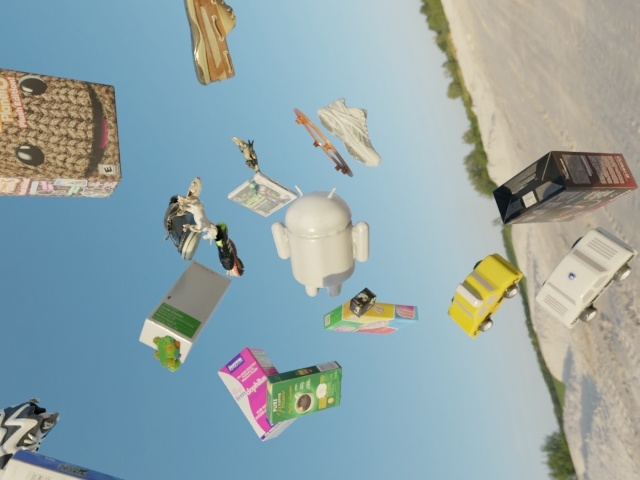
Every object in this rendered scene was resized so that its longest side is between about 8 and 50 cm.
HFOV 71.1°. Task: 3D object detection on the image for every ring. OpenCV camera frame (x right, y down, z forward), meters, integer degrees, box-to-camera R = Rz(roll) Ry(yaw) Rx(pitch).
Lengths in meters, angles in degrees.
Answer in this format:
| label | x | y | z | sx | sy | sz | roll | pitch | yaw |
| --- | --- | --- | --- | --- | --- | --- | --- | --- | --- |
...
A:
| label | x | y | z | sx | sy | sz | roll | pitch | yaw |
| --- | --- | --- | --- | --- | --- | --- | --- | --- | --- |
| ring | 0.005 | -0.361 | 1.697 | 0.336 | 0.032 | 0.336 | 48 | -176 | -5 |

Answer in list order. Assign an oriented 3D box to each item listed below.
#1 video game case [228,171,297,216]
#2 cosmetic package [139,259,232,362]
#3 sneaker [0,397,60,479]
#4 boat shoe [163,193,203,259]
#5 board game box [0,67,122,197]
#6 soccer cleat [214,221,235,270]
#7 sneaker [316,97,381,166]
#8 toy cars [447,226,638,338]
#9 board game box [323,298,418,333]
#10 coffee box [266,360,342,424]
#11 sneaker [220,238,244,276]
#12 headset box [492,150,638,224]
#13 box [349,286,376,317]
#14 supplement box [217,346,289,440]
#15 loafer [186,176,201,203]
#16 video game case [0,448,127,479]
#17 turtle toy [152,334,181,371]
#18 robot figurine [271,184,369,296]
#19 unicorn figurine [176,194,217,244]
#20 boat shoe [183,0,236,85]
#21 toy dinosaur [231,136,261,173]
| label | x | y | z | sx | sy | sz | roll | pitch | yaw |
| --- | --- | --- | --- | --- | --- | --- | --- | --- | --- |
| video game case | -0.208 | -0.160 | 1.608 | 0.173 | 0.190 | 0.022 | 27 | -127 | -34 |
| cosmetic package | -0.525 | 0.271 | 1.778 | 0.197 | 0.155 | 0.365 | 28 | -142 | -5 |
| sneaker | -0.743 | 0.519 | 1.157 | 0.235 | 0.153 | 0.094 | 54 | 164 | 26 |
| boat shoe | -0.586 | -0.067 | 1.905 | 0.156 | 0.187 | 0.500 | 17 | -159 | -23 |
| board game box | -0.607 | -0.225 | 0.974 | 0.291 | 0.141 | 0.232 | -3 | -100 | -36 |
| soccer cleat | -0.347 | 0.022 | 1.590 | 0.072 | 0.060 | 0.179 | -28 | -72 | -80 |
| sneaker | 0.100 | -0.308 | 1.237 | 0.232 | 0.115 | 0.090 | 49 | 176 | 6 |
| toy cars | 0.405 | 0.094 | 0.895 | 0.087 | 0.394 | 0.176 | 7 | -109 | -39 |
| board game box | 0.206 | 0.321 | 1.855 | 0.316 | 0.242 | 0.064 | 9 | -117 | -23 |
| coffee box | -0.038 | 0.358 | 1.066 | 0.040 | 0.184 | 0.113 | -146 | 53 | -59 |
| sneaker | -0.450 | 0.082 | 2.155 | 0.088 | 0.093 | 0.225 | -62 | -39 | -56 |
| headset box | 0.658 | -0.136 | 1.202 | 0.293 | 0.218 | 0.110 | -3 | -110 | -22 |
| box | 0.148 | 0.218 | 1.572 | 0.083 | 0.052 | 0.062 | -33 | -33 | -29 |
| supplement box | -0.160 | 0.410 | 1.218 | 0.220 | 0.111 | 0.114 | 48 | -179 | 23 |
| loafer | -0.489 | -0.187 | 1.719 | 0.039 | 0.125 | 0.045 | -11 | -133 | -43 |
| video game case | -0.595 | 0.626 | 0.988 | 0.269 | 0.061 | 0.244 | 26 | -99 | -14 |
| turtle toy | -0.473 | 0.354 | 1.408 | 0.066 | 0.095 | 0.130 | -16 | -66 | -47 |
| robot figurine | 0.000 | 0.000 | 1.359 | 0.200 | 0.300 | 0.353 | -72 | -20 | -60 |
| unicorn figurine | -0.353 | -0.057 | 1.302 | 0.111 | 0.060 | 0.162 | -18 | -78 | -55 |
| boat shoe | -0.276 | -0.559 | 1.131 | 0.324 | 0.120 | 0.122 | 94 | 161 | -44 |
| toy dinosaur | -0.252 | -0.293 | 1.638 | 0.118 | 0.064 | 0.268 | 99 | 147 | -73 |
